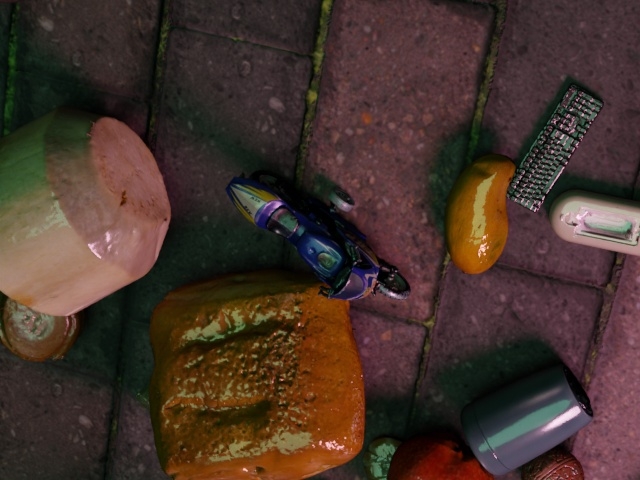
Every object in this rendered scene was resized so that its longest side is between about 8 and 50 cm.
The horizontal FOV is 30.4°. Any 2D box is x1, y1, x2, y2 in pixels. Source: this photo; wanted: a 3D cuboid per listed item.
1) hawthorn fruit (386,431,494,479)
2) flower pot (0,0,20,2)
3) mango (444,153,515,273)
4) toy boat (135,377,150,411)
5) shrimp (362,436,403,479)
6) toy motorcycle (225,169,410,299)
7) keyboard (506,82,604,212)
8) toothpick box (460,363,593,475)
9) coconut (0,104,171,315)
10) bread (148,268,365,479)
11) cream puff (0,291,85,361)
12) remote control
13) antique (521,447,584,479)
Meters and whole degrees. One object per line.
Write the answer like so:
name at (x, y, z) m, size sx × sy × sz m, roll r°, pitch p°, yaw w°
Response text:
hawthorn fruit at (0.181, 0.388, 1.828) m, size 0.174 × 0.173 × 0.179 m, roll 8°, pitch 98°, yaw 12°
flower pot at (-0.505, -0.479, 1.749) m, size 0.148 × 0.235 × 0.235 m, roll 16°, pitch 111°, yaw 31°
mango at (0.232, -0.039, 1.737) m, size 0.098 × 0.075 × 0.190 m, roll 14°, pitch 110°, yaw 15°
toy boat at (-0.178, 0.329, 1.967) m, size 0.293 × 0.055 × 0.093 m, roll 41°, pitch 112°, yaw 0°
shrimp at (0.123, 0.406, 1.916) m, size 0.091 × 0.043 × 0.184 m, roll -8°, pitch 103°, yaw 13°
toy motorcycle at (0.000, 0.000, 1.762) m, size 0.315 × 0.169 × 0.113 m, roll 37°, pitch 113°, yaw 2°
keyboard at (0.338, -0.133, 1.715) m, size 0.060 × 0.018 × 0.195 m, roll 30°, pitch 112°, yaw 2°
toothpick box at (0.316, 0.267, 1.785) m, size 0.184 × 0.120 × 0.120 m, roll -32°, pitch 96°, yaw 17°
coconut at (-0.399, -0.038, 1.798) m, size 0.323 × 0.323 × 0.322 m, roll 4°, pitch 107°, yaw 14°
bread at (-0.101, 0.203, 1.794) m, size 0.328 × 0.148 × 0.336 m, roll -8°, pitch 74°, yaw 17°
cream puff at (-0.462, 0.118, 1.947) m, size 0.150 × 0.115 × 0.165 m, roll 36°, pitch 102°, yaw -5°
remote control at (0.442, -0.020, 1.706) m, size 0.222 × 0.042 × 0.078 m, roll 13°, pitch 108°, yaw 11°
antique at (0.356, 0.366, 1.813) m, size 0.104 × 0.104 × 0.104 m, roll 4°, pitch 107°, yaw 14°
